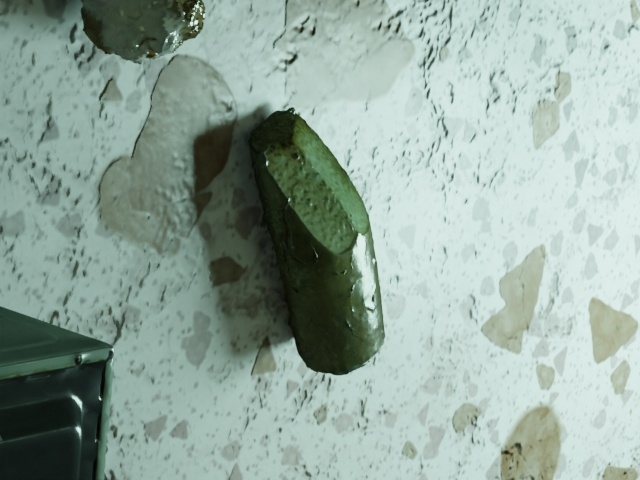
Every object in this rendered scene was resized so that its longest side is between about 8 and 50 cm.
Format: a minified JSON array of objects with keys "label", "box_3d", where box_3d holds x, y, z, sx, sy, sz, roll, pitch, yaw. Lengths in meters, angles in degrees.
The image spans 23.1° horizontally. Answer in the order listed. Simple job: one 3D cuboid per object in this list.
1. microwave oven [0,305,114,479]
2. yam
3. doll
[{"label":"microwave oven","box_3d":[-0.359,0.167,1.076,0.355,0.286,0.218,-7,108,-51]},{"label":"yam","box_3d":[0.000,0.000,1.554,0.106,0.106,0.259,-35,127,-36]},{"label":"doll","box_3d":[-0.169,-0.246,1.286,0.115,0.105,0.221,-87,159,-51]}]
